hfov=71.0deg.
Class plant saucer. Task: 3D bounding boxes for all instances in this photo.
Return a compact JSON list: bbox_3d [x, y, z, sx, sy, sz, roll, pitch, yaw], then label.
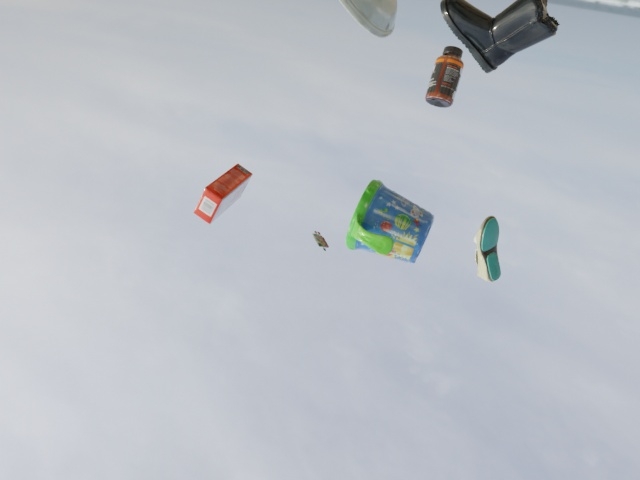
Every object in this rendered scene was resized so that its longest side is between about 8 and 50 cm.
[{"bbox_3d":[0.130,-0.811,1.334,0.100,0.401,0.400,-25,-170,37],"label":"plant saucer"}]

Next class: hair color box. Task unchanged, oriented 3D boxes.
[{"bbox_3d":[-0.199,-0.099,0.928,0.043,0.072,0.141,35,-147,-2],"label":"hair color box"}]

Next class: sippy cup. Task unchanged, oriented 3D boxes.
[{"bbox_3d":[0.225,-0.044,1.402,0.223,0.240,0.306,24,-119,13],"label":"sippy cup"}]

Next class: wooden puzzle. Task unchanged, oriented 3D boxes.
[{"bbox_3d":[0.000,0.000,1.415,0.049,0.006,0.083,9,-136,-52],"label":"wooden puzzle"}]

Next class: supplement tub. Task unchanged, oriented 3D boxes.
[{"bbox_3d":[0.452,-0.590,1.615,0.105,0.198,0.106,16,-177,-1],"label":"supplement tub"}]

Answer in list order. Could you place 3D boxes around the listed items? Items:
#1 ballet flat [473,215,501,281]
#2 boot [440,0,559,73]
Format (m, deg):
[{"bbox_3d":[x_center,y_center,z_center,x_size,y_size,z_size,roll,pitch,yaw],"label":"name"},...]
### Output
[{"bbox_3d":[0.558,0.026,1.525,0.086,0.249,0.086,-10,-157,4],"label":"ballet flat"},{"bbox_3d":[0.458,-0.578,1.149,0.246,0.207,0.094,45,-127,-16],"label":"boot"}]
